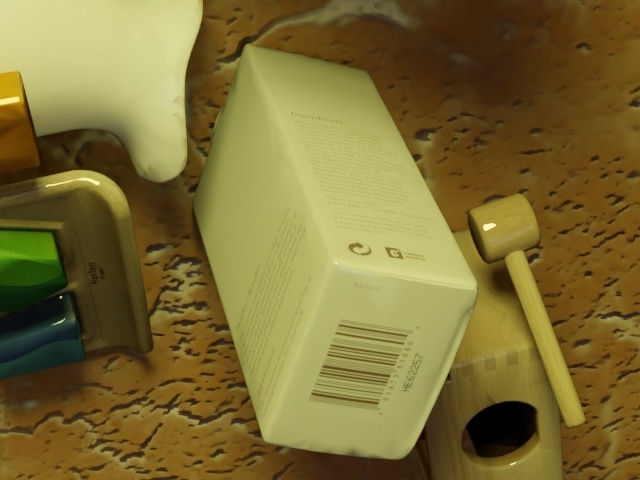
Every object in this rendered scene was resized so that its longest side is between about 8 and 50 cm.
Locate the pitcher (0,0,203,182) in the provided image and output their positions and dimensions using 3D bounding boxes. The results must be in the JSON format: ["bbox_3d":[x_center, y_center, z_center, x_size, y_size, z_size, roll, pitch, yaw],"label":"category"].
[{"bbox_3d":[-0.156,-0.130,0.854,0.207,0.125,0.177,9,100,-31],"label":"pitcher"}]

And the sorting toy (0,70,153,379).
[{"bbox_3d":[-0.212,0.020,0.896,0.229,0.041,0.307,-9,154,-6],"label":"sorting toy"}]

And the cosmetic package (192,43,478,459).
[{"bbox_3d":[0.000,0.000,0.898,0.086,0.231,0.117,10,121,-20],"label":"cosmetic package"}]

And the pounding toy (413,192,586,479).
[{"bbox_3d":[0.086,0.066,0.995,0.094,0.181,0.206,-13,125,-5],"label":"pounding toy"}]
